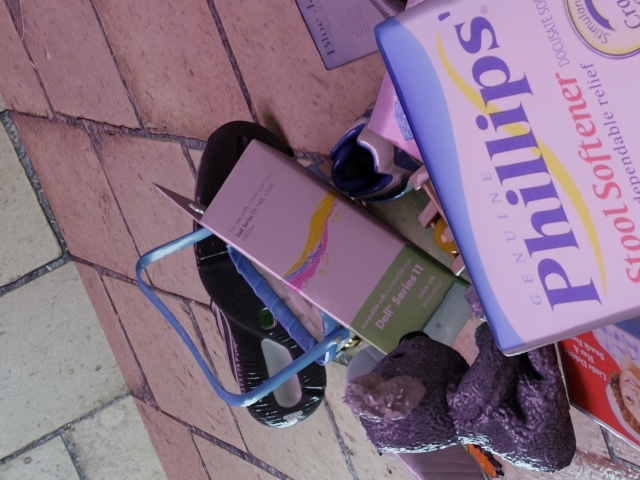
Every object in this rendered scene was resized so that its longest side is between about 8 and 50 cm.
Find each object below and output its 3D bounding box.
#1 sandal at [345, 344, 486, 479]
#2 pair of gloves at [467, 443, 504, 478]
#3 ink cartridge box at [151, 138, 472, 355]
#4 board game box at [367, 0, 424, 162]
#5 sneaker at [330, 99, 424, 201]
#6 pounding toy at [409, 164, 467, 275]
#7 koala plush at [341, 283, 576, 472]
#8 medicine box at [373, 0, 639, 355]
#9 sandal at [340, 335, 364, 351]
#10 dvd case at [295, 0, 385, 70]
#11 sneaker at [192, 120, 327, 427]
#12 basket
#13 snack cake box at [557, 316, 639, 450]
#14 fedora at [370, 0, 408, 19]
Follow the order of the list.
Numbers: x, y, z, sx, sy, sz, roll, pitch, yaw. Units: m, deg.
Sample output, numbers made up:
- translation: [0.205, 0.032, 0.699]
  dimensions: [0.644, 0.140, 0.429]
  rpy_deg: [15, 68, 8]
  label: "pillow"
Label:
- translation: [0.117, 0.263, 2.350]
  dimensions: [0.265, 0.102, 0.076]
  rpy_deg: [55, 156, 14]
  label: "sandal"
- translation: [0.207, 0.263, 2.265]
  dimensions: [0.074, 0.010, 0.083]
  rpy_deg: [41, 150, 45]
  label: "pair of gloves"
- translation: [0.000, 0.000, 2.023]
  dimensions: [0.353, 0.119, 0.207]
  rpy_deg: [35, -177, 15]
  label: "ink cartridge box"
- translation: [0.213, -0.156, 1.375]
  dimensions: [0.318, 0.066, 0.319]
  rpy_deg: [33, 121, 28]
  label: "board game box"
- translation: [0.055, -0.099, 2.012]
  dimensions: [0.112, 0.131, 0.296]
  rpy_deg: [59, 161, 5]
  label: "sneaker"
- translation: [0.182, -0.021, 1.767]
  dimensions: [0.155, 0.154, 0.269]
  rpy_deg: [58, 160, 13]
  label: "pounding toy"
- translation: [0.137, 0.158, 1.826]
  dimensions: [0.196, 0.221, 0.203]
  rpy_deg: [67, -170, -70]
  label: "koala plush"
- translation: [0.224, -0.090, 1.243]
  dimensions: [0.289, 0.149, 0.263]
  rpy_deg: [-23, 89, 40]
  label: "medicine box"
- translation: [0.032, 0.118, 2.449]
  dimensions: [0.072, 0.049, 0.180]
  rpy_deg: [58, 159, 12]
  label: "sandal"
- translation: [0.023, -0.294, 2.002]
  dimensions: [0.180, 0.022, 0.253]
  rpy_deg: [65, 160, -6]
  label: "dvd case"
- translation: [-0.120, 0.025, 2.533]
  dimensions: [0.257, 0.169, 0.447]
  rpy_deg: [-137, 36, -64]
  label: "sneaker"
- translation: [-0.056, 0.055, 2.236]
  dimensions: [0.255, 0.289, 0.201]
  rpy_deg: [52, 157, 29]
  label: "basket"
- translation: [0.335, 0.130, 1.682]
  dimensions: [0.264, 0.089, 0.152]
  rpy_deg: [34, 147, 53]
  label: "snack cake box"
- translation: [0.148, -0.280, 1.518]
  dimensions: [0.275, 0.124, 0.244]
  rpy_deg: [17, 114, 34]
  label: "fedora"
